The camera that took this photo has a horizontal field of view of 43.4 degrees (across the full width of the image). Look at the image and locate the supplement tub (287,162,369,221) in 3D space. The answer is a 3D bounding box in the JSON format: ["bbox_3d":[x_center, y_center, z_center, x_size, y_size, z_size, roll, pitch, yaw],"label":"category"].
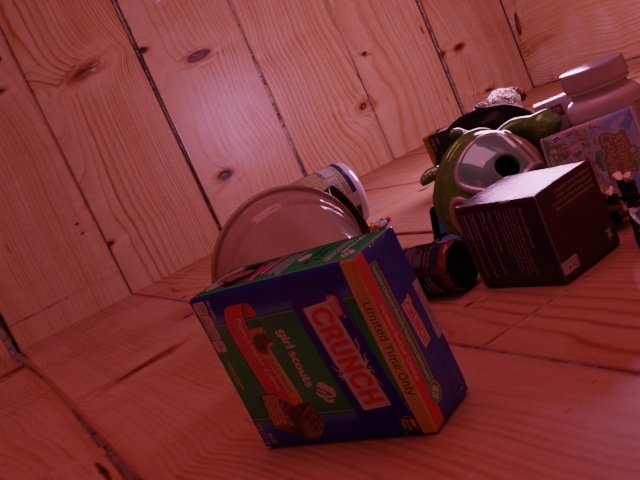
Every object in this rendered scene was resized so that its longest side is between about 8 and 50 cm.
[{"bbox_3d":[-0.024,-0.096,2.637,0.316,0.228,0.228,-27,10,-17],"label":"supplement tub"}]

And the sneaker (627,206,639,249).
[{"bbox_3d":[0.571,-0.032,1.378,0.073,0.063,0.162,-17,12,21],"label":"sneaker"}]

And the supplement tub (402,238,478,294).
[{"bbox_3d":[0.213,0.058,1.618,0.106,0.106,0.198,-32,13,-37],"label":"supplement tub"}]

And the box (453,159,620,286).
[{"bbox_3d":[0.390,-0.026,1.462,0.168,0.167,0.203,-30,12,-32],"label":"box"}]

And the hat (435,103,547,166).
[{"bbox_3d":[0.450,-0.174,2.041,0.331,0.331,0.134,-19,-28,28],"label":"hat"}]

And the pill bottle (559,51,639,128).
[{"bbox_3d":[0.627,-0.246,1.727,0.160,0.283,0.160,-23,10,4],"label":"pill bottle"}]

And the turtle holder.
[{"bbox_3d":[0.410,-0.135,1.796,0.320,0.243,0.227,-28,26,-30],"label":"turtle holder"}]

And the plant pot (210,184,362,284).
[{"bbox_3d":[-0.008,0.084,1.520,0.334,0.333,0.305,-27,22,-14],"label":"plant pot"}]

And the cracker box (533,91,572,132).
[{"bbox_3d":[0.607,-0.235,1.864,0.156,0.232,0.067,-21,10,20],"label":"cracker box"}]

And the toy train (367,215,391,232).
[{"bbox_3d":[0.137,-0.015,2.376,0.166,0.046,0.125,-23,11,24],"label":"toy train"}]

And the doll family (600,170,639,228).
[{"bbox_3d":[0.525,-0.063,1.540,0.193,0.111,0.076,-3,54,34],"label":"doll family"}]

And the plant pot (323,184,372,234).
[{"bbox_3d":[0.000,0.000,2.224,0.230,0.215,0.215,-35,7,15],"label":"plant pot"}]

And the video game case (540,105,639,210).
[{"bbox_3d":[0.564,-0.143,1.616,0.193,0.212,0.023,-20,-24,21],"label":"video game case"}]

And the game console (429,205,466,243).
[{"bbox_3d":[0.322,-0.043,1.952,0.144,0.085,0.124,-19,11,32],"label":"game console"}]

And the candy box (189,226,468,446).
[{"bbox_3d":[0.007,0.148,1.147,0.317,0.268,0.122,-17,16,37],"label":"candy box"}]

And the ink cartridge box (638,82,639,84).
[{"bbox_3d":[0.892,-0.350,2.031,0.212,0.154,0.093,-25,10,-6],"label":"ink cartridge box"}]

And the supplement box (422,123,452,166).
[{"bbox_3d":[0.469,-0.289,2.604,0.194,0.191,0.129,-18,11,33],"label":"supplement box"}]

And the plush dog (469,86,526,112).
[{"bbox_3d":[0.631,-0.404,2.726,0.262,0.225,0.211,-28,10,-23],"label":"plush dog"}]
